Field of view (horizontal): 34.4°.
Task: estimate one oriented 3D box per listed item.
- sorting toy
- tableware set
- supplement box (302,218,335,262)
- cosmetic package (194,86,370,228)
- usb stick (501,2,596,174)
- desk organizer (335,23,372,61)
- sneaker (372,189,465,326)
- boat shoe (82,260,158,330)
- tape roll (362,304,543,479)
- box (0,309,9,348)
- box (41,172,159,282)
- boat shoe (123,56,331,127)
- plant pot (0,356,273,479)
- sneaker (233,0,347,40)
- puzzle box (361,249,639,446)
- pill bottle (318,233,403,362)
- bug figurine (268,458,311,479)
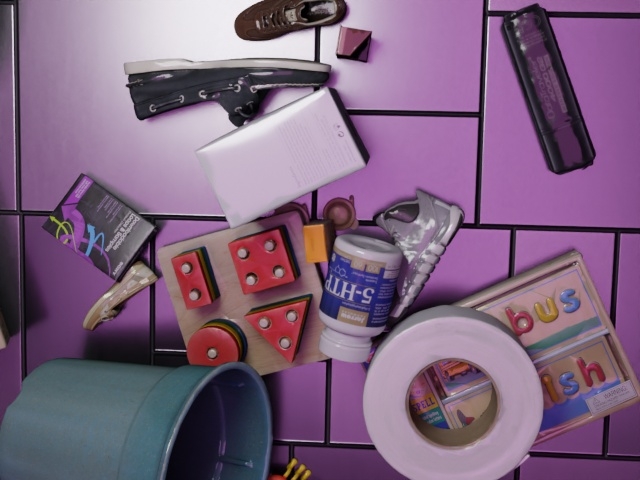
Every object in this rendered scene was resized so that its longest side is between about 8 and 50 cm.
[{"bbox_3d":[-0.125,0.107,1.713,0.257,0.089,0.255,-15,96,11],"label":"sorting toy"},{"bbox_3d":[0.001,-0.001,1.737,0.169,0.020,0.141,-9,95,7],"label":"tableware set"},{"bbox_3d":[0.000,0.000,1.676,0.036,0.098,0.062,-5,96,10],"label":"supplement box"},{"bbox_3d":[-0.054,-0.134,1.620,0.225,0.224,0.138,-26,95,7],"label":"cosmetic package"},{"bbox_3d":[0.368,-0.241,1.667,0.077,0.045,0.277,-19,96,13],"label":"usb stick"},{"bbox_3d":[0.053,-0.310,1.638,0.050,0.130,0.047,10,97,1],"label":"desk organizer"},{"bbox_3d":[0.129,0.019,1.707,0.132,0.086,0.228,32,92,7],"label":"sneaker"},{"bbox_3d":[-0.343,0.103,1.759,0.048,0.056,0.153,44,91,3],"label":"boat shoe"},{"bbox_3d":[0.211,0.251,1.661,0.286,0.100,0.286,0,97,4],"label":"tape roll"},{"bbox_3d":[-0.624,0.044,1.714,0.121,0.148,0.311,-18,97,-13],"label":"box"},{"bbox_3d":[-0.369,-0.021,1.735,0.162,0.029,0.116,35,86,7],"label":"box"},{"bbox_3d":[-0.150,-0.237,1.665,0.340,0.127,0.113,0,98,6],"label":"boat shoe"},{"bbox_3d":[-0.299,0.333,1.637,0.334,0.341,0.340,8,98,25],"label":"plant pot"},{"bbox_3d":[-0.052,-0.367,1.668,0.189,0.071,0.066,-12,96,5],"label":"sneaker"},{"bbox_3d":[0.298,0.219,1.727,0.409,0.052,0.272,-25,94,7],"label":"puzzle box"},{"bbox_3d":[0.057,0.093,1.645,0.112,0.112,0.186,13,102,2],"label":"pill bottle"},{"bbox_3d":[-0.149,0.479,1.783,0.216,0.072,0.279,36,99,-1],"label":"bug figurine"}]
